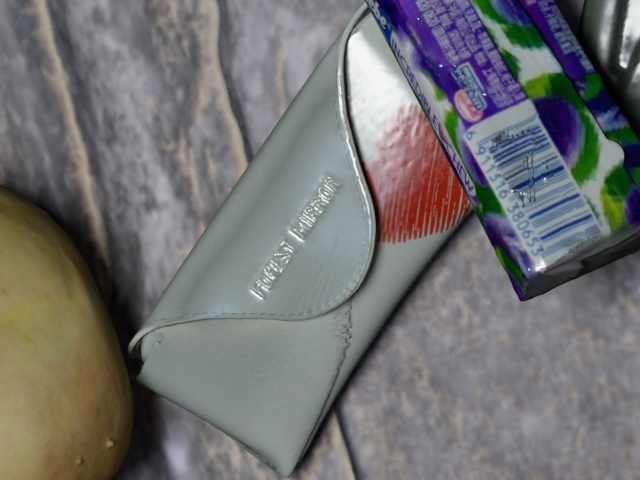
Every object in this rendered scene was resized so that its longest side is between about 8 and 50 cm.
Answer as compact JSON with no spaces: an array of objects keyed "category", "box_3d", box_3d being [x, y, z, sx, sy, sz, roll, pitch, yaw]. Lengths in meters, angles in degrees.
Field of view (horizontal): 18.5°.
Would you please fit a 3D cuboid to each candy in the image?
[{"category":"candy","box_3d":[0.081,-0.117,1.065,0.088,0.061,0.312,-23,69,-8]}]

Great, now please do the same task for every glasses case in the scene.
[{"category":"glasses case","box_3d":[0.002,0.002,1.152,0.128,0.083,0.308,41,110,16]}]

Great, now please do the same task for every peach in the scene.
[{"category":"peach","box_3d":[-0.250,0.102,1.178,0.247,0.292,0.292,30,111,-18]}]

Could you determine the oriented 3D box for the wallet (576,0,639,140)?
[{"category":"wallet","box_3d":[0.225,-0.166,1.056,0.168,0.052,0.245,11,98,20]}]
